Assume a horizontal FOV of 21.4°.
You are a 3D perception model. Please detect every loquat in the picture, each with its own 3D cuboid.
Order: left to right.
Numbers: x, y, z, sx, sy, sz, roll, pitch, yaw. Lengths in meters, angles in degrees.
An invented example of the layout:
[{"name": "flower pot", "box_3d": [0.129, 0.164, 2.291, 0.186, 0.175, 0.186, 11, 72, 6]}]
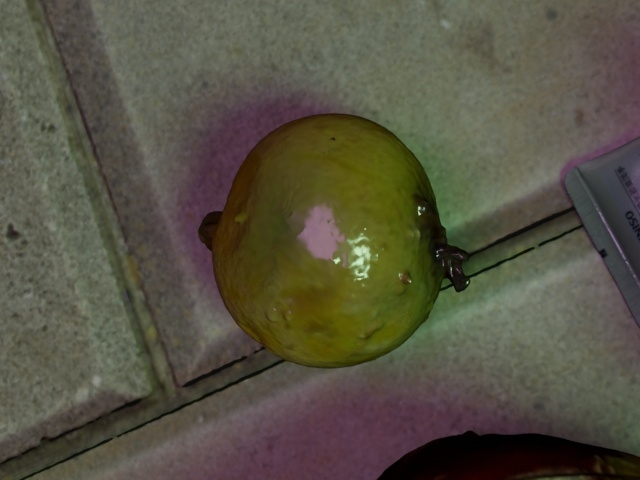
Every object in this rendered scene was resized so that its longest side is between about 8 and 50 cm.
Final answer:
[{"name": "loquat", "box_3d": [0.000, 0.000, 1.152, 0.204, 0.149, 0.172, 1, 92, 38]}]

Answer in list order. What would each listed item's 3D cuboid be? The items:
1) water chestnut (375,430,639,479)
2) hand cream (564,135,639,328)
[{"name": "water chestnut", "box_3d": [0.108, 0.241, 1.022, 0.335, 0.335, 0.347, -36, 42, 21]}, {"name": "hand cream", "box_3d": [0.313, -0.071, 1.052, 0.340, 0.078, 0.124, -34, 77, 29]}]
